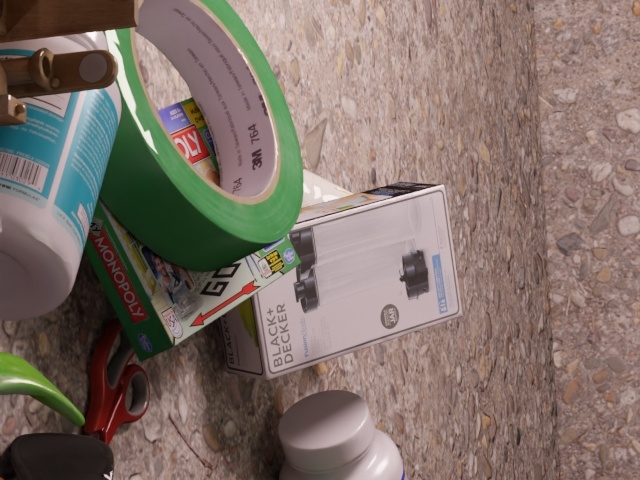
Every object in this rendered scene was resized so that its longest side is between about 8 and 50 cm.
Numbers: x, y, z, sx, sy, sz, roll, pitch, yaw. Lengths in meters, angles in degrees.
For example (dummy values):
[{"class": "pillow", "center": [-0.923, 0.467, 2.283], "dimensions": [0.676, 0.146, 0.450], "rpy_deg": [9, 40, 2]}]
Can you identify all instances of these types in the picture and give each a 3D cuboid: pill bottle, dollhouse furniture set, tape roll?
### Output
[{"class": "pill bottle", "center": [0.036, 0.320, 2.324], "dimensions": [0.152, 0.152, 0.272], "rpy_deg": [-69, 147, -51]}, {"class": "dollhouse furniture set", "center": [-0.223, -0.165, 1.475], "dimensions": [0.151, 0.123, 0.144], "rpy_deg": [36, 51, -71]}, {"class": "pill bottle", "center": [-0.251, -0.075, 1.616], "dimensions": [0.146, 0.146, 0.264], "rpy_deg": [64, 29, -46]}, {"class": "tape roll", "center": [-0.139, -0.129, 1.896], "dimensions": [0.321, 0.077, 0.321], "rpy_deg": [44, 31, -36]}]

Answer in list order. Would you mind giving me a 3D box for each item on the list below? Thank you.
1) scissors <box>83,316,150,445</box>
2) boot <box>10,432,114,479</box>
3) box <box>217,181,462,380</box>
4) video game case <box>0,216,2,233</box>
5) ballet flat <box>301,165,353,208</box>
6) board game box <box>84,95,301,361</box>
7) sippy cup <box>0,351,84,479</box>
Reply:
[{"class": "scissors", "center": [-0.222, 0.189, 1.833], "dimensions": [0.297, 0.021, 0.109], "rpy_deg": [-65, 147, -53]}, {"class": "boot", "center": [-0.226, 0.311, 1.665], "dimensions": [0.263, 0.091, 0.229], "rpy_deg": [-125, -139, -60]}, {"class": "box", "center": [0.018, 0.043, 2.211], "dimensions": [0.290, 0.087, 0.169], "rpy_deg": [-14, 102, -33]}, {"class": "video game case", "center": [-0.278, -0.057, 1.312], "dimensions": [0.227, 0.026, 0.206], "rpy_deg": [-61, 151, -64]}, {"class": "ballet flat", "center": [0.000, 0.000, 2.338], "dimensions": [0.342, 0.124, 0.116], "rpy_deg": [64, 26, -45]}, {"class": "board game box", "center": [-0.143, -0.024, 1.934], "dimensions": [0.213, 0.046, 0.317], "rpy_deg": [64, 26, -4]}, {"class": "sippy cup", "center": [-0.286, 0.228, 1.284], "dimensions": [0.224, 0.305, 0.240], "rpy_deg": [39, 34, -58]}]
